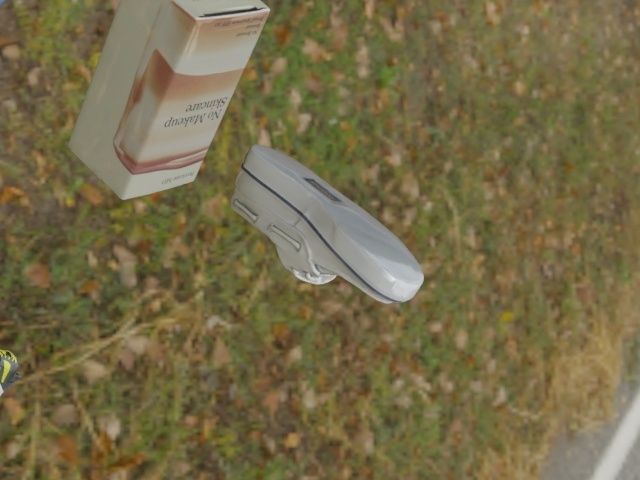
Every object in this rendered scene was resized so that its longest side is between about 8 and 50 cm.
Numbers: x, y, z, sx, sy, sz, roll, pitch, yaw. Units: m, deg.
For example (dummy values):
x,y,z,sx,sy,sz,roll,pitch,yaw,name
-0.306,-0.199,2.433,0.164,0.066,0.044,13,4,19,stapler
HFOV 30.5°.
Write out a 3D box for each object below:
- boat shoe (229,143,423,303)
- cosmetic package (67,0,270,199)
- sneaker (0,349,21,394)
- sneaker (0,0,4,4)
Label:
x,y,z,sx,sy,sz,roll,pitch,yaw,name
0.000,0.000,1.146,0.095,0.258,0.084,13,111,-42,boat shoe
-0.206,-0.215,1.572,0.153,0.129,0.296,-22,149,-48,cosmetic package
-0.302,0.111,1.095,0.035,0.031,0.083,-34,151,-25,sneaker
-0.085,-0.241,0.588,0.330,0.147,0.130,-55,165,-12,sneaker
